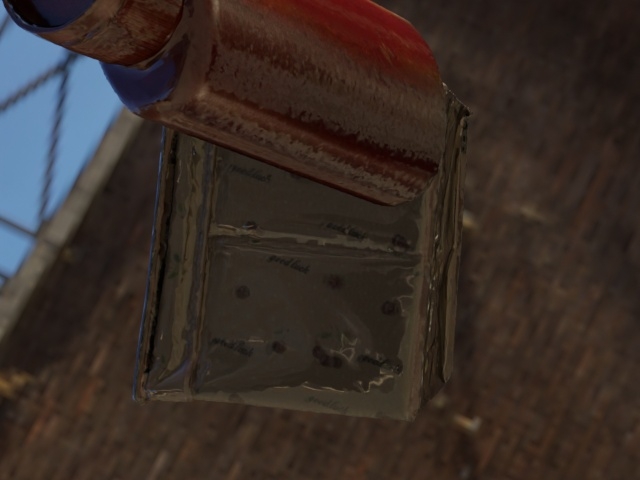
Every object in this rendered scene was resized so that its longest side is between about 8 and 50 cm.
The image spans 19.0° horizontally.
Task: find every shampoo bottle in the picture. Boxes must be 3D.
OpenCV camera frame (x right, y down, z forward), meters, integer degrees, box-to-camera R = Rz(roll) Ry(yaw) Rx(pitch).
[{"bbox_3d":[-0.034,-0.086,0.840,0.260,0.064,0.102,18,-121,-56],"label":"shampoo bottle"}]

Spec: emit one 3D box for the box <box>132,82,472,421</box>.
[{"bbox_3d":[0.000,0.000,1.340,0.297,0.190,0.225,-9,-76,-83],"label":"box"}]
